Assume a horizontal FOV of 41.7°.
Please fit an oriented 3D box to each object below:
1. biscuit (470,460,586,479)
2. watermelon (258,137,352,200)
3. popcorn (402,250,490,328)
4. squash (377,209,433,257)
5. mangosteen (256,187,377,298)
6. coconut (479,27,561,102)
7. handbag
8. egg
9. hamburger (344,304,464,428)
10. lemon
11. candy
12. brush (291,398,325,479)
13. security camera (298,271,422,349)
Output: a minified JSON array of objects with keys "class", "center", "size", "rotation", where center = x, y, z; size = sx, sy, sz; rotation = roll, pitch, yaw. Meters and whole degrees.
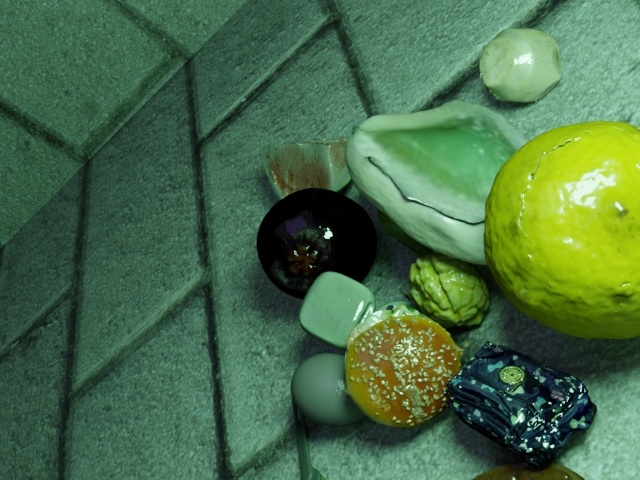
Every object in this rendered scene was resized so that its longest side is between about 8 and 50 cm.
[{"class":"biscuit","center":[0.296,0.523,1.265],"size":[0.359,0.074,0.380],"rotation":[-26,45,35]},{"class":"watermelon","center":[-0.027,-0.197,2.163],"size":[0.305,0.180,0.224],"rotation":[5,55,49]},{"class":"popcorn","center":[0.240,0.090,1.626],"size":[0.142,0.173,0.173],"rotation":[-52,34,-8]},{"class":"squash","center":[0.186,-0.036,1.768],"size":[0.095,0.188,0.095],"rotation":[-32,42,34]},{"class":"mangosteen","center":[0.000,0.000,1.936],"size":[0.275,0.275,0.302],"rotation":[-40,1,21]},{"class":"coconut","center":[0.432,-0.371,1.792],"size":[0.161,0.162,0.160],"rotation":[-4,86,59]},{"class":"handbag","center":[0.319,0.266,1.389],"size":[0.162,0.113,0.260],"rotation":[-40,31,-15]},{"class":"egg","center":[0.025,0.305,1.707],"size":[0.199,0.146,0.146],"rotation":[11,70,44]},{"class":"hamburger","center":[0.150,0.239,1.573],"size":[0.237,0.147,0.236],"rotation":[-5,67,12]},{"class":"lemon","center":[0.426,-0.012,1.310],"size":[0.350,0.387,0.349],"rotation":[-1,82,10]},{"class":"candy","center":[0.265,-0.102,1.623],"size":[0.427,0.386,0.186],"rotation":[54,147,43]},{"class":"brush","center":[-0.033,0.432,1.783],"size":[0.062,0.027,0.266],"rotation":[-40,33,20]},{"class":"security camera","center":[0.100,0.177,1.726],"size":[0.302,0.080,0.157],"rotation":[25,77,21]}]
